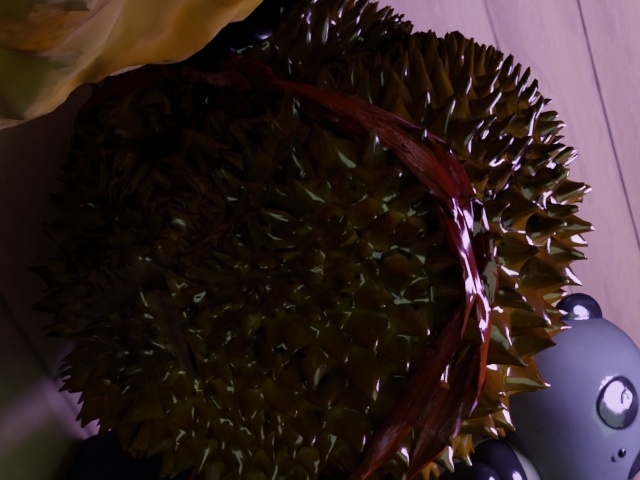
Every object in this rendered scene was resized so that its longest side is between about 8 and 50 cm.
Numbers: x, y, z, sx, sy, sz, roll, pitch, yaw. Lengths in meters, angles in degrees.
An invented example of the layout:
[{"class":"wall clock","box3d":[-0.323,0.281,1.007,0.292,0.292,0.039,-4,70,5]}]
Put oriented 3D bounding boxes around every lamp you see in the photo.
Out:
[{"class":"lamp","box3d":[0.210,0.178,1.751,0.244,0.198,0.197,-49,142,-22]}]

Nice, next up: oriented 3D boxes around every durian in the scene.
[{"class":"durian","box3d":[-0.004,-0.002,1.171,0.384,0.348,0.347,-45,139,-29]}]

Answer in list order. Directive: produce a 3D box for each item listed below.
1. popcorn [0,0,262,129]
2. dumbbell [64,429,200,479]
[{"class":"popcorn","box3d":[-0.149,-0.243,0.841,0.344,0.354,0.390,-43,111,9]},{"class":"dumbbell","box3d":[-0.073,0.257,1.334,0.143,0.156,0.316,-41,140,-10]}]
